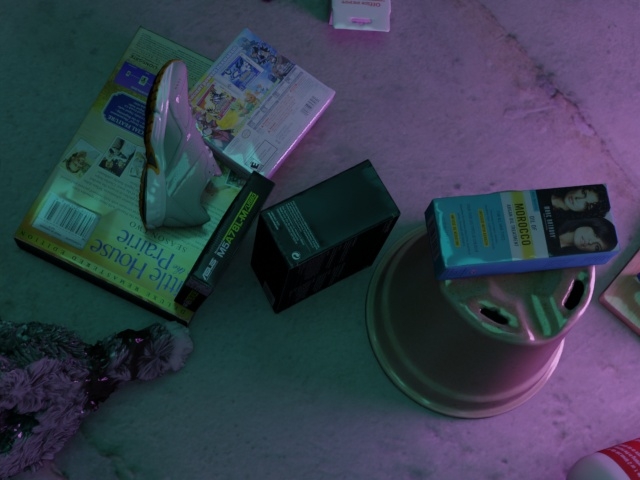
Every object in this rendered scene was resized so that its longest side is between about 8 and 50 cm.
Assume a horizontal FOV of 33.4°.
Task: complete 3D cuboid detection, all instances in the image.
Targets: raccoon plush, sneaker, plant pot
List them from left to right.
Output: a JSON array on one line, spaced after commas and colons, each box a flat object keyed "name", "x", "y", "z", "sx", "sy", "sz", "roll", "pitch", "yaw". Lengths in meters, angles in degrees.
[{"name": "raccoon plush", "x": -0.455, "y": 0.175, "z": 1.583, "sx": 0.299, "sy": 0.216, "sz": 0.446, "roll": 34, "pitch": 25, "yaw": 34}, {"name": "sneaker", "x": -0.211, "y": -0.144, "z": 1.643, "sx": 0.121, "sy": 0.099, "sz": 0.263, "roll": 4, "pitch": 95, "yaw": -17}, {"name": "plant pot", "x": 0.252, "y": 0.078, "z": 1.594, "sx": 0.333, "sy": 0.305, "sz": 0.334, "roll": 2, "pitch": 72, "yaw": -6}]

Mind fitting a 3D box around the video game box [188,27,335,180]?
[{"name": "video game box", "x": -0.110, "y": -0.213, "z": 1.717, "sx": 0.187, "sy": 0.048, "sz": 0.205, "roll": 37, "pitch": 71, "yaw": 3}]

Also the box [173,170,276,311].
[{"name": "box", "x": -0.144, "y": 0.005, "z": 1.569, "sx": 0.045, "sy": 0.190, "sz": 0.184, "roll": 29, "pitch": 72, "yaw": -7}]

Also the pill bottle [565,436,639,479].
[{"name": "pill bottle", "x": 0.510, "y": 0.398, "z": 1.563, "sx": 0.407, "sy": 0.229, "sz": 0.229, "roll": -15, "pitch": 75, "yaw": -11}]

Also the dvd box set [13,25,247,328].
[{"name": "dvd box set", "x": -0.254, "y": -0.108, "z": 1.722, "sx": 0.307, "sy": 0.062, "sz": 0.421, "roll": 25, "pitch": 71, "yaw": 1}]

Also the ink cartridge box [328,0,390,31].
[{"name": "ink cartridge box", "x": 0.067, "y": -0.434, "z": 1.863, "sx": 0.104, "sy": 0.061, "sz": 0.181, "roll": 3, "pitch": 72, "yaw": -5}]

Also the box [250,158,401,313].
[{"name": "box", "x": 0.000, "y": 0.000, "z": 1.611, "sx": 0.184, "sy": 0.261, "sz": 0.103, "roll": -24, "pitch": 77, "yaw": -14}]

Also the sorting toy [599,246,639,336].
[{"name": "sorting toy", "x": 0.642, "y": 0.081, "z": 1.753, "sx": 0.255, "sy": 0.089, "sz": 0.257, "roll": 41, "pitch": 73, "yaw": 7}]

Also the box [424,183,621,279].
[{"name": "box", "x": 0.270, "y": -0.012, "z": 1.431, "sx": 0.244, "sy": 0.060, "sz": 0.101, "roll": -6, "pitch": 73, "yaw": -9}]
